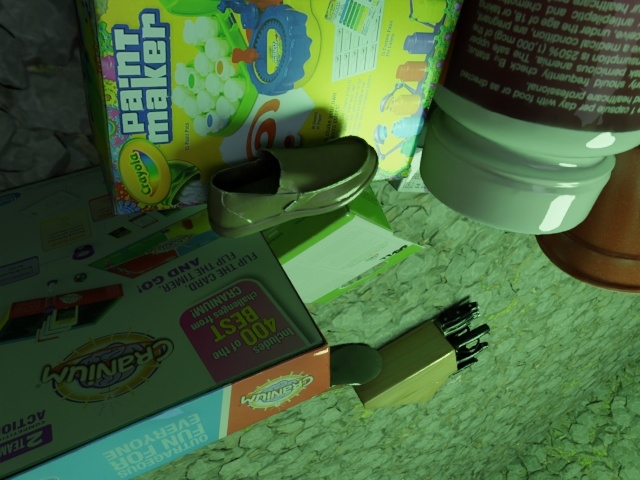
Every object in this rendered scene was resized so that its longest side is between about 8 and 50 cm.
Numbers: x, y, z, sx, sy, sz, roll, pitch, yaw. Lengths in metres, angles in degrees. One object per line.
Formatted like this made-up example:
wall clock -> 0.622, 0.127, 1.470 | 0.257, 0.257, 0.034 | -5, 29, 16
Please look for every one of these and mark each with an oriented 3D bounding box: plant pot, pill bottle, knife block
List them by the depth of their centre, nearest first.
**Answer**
pill bottle -> 0.220, -0.215, 0.446 | 0.223, 0.224, 0.392 | -12, 132, -23
plant pot -> 0.482, -0.107, 0.775 | 0.272, 0.272, 0.265 | -27, 136, -9
knife block -> 0.217, 0.227, 1.044 | 0.275, 0.088, 0.242 | 8, 122, -37

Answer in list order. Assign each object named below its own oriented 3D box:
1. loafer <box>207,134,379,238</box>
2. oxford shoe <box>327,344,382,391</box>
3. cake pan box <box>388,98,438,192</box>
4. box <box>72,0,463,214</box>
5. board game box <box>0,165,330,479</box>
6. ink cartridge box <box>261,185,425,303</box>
loafer -> -0.021, -0.048, 0.400 | 0.147, 0.056, 0.050 | -26, 145, -9
oxford shoe -> 0.023, 0.250, 0.970 | 0.212, 0.076, 0.076 | -7, 161, -31
cake pan box -> 0.225, -0.181, 0.692 | 0.266, 0.070, 0.246 | 0, 126, -31
box -> -0.048, -0.201, 0.413 | 0.279, 0.177, 0.290 | -10, 133, -26
board game box -> -0.166, 0.038, 0.452 | 0.242, 0.317, 0.064 | -19, 136, -16
ink cartridge box -> 0.000, 0.000, 0.662 | 0.188, 0.097, 0.255 | -32, 158, 21
